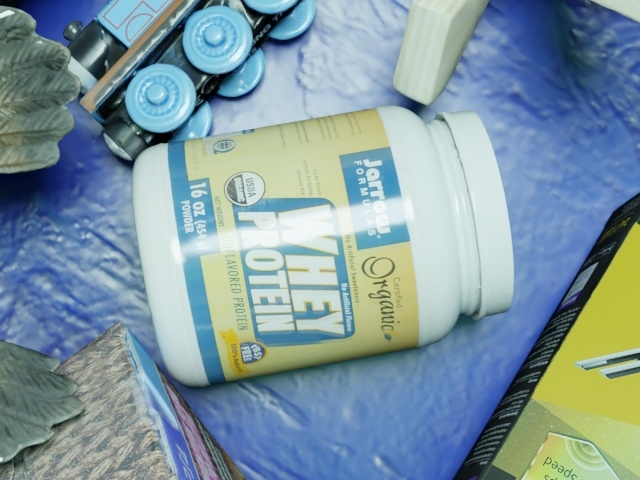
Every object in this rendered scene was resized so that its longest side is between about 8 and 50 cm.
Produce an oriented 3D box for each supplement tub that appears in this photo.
[{"bbox_3d":[0.000,0.000,0.720,0.200,0.144,0.144,-10,87,-3],"label":"supplement tub"}]

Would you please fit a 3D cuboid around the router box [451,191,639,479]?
[{"bbox_3d":[0.256,0.149,0.727,0.309,0.081,0.243,34,72,0],"label":"router box"}]

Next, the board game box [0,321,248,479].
[{"bbox_3d":[-0.059,0.220,0.617,0.141,0.232,0.291,-37,109,-4],"label":"board game box"}]

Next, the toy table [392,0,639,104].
[{"bbox_3d":[0.111,-0.212,0.688,0.274,0.252,0.161,19,45,23],"label":"toy table"}]

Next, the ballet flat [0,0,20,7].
[{"bbox_3d":[-0.187,-0.228,0.776,0.058,0.049,0.173,11,86,-2],"label":"ballet flat"}]

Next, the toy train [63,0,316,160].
[{"bbox_3d":[-0.082,-0.137,0.763,0.105,0.080,0.184,42,88,10],"label":"toy train"}]

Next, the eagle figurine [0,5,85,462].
[{"bbox_3d":[-0.279,0.002,0.619,0.298,0.225,0.226,-10,115,25],"label":"eagle figurine"}]
